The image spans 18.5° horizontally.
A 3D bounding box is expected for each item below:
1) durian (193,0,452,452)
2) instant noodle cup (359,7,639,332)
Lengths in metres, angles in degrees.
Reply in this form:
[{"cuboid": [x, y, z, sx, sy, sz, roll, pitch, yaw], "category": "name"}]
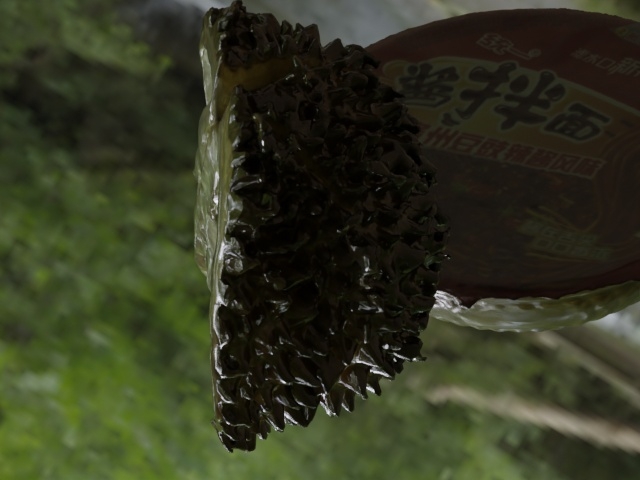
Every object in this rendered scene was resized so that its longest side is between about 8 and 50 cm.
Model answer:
[{"cuboid": [0.000, 0.000, 0.694, 0.091, 0.148, 0.188, -3, 155, -8], "category": "durian"}, {"cuboid": [0.115, -0.023, 1.104, 0.274, 0.274, 0.091, 33, 143, 40], "category": "instant noodle cup"}]
